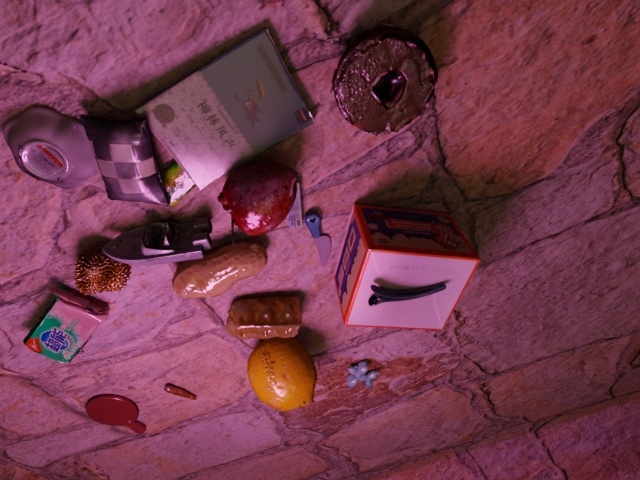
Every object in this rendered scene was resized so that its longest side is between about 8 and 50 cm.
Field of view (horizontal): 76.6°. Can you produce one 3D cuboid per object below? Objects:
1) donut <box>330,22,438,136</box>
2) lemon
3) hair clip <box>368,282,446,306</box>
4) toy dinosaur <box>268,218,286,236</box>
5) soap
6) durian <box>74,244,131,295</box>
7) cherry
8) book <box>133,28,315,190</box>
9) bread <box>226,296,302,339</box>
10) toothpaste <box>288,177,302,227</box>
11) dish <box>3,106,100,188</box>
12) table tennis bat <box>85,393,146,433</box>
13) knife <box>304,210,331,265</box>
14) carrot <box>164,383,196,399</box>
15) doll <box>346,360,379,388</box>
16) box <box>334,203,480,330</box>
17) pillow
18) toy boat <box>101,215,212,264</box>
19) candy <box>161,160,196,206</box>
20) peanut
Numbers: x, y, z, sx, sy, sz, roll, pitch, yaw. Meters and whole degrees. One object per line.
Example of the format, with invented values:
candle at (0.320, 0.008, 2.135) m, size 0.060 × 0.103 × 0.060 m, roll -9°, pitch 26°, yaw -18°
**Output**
donut at (0.158, -0.398, 1.017) m, size 0.270 × 0.103 × 0.269 m, roll -5°, pitch 130°, yaw -5°
lemon at (-0.140, 0.502, 1.541) m, size 0.258 × 0.310 × 0.257 m, roll -35°, pitch 158°, yaw -17°
hair clip at (0.252, 0.150, 1.177) m, size 0.230 × 0.039 × 0.070 m, roll -5°, pitch 128°, yaw -10°
toy dinosaur at (-0.139, -0.051, 1.286) m, size 0.063 × 0.021 × 0.083 m, roll -10°, pitch 128°, yaw -18°
soap at (-0.865, 0.285, 1.380) m, size 0.218 × 0.098 × 0.273 m, roll 37°, pitch 112°, yaw -23°
durian at (-0.667, 0.093, 1.248) m, size 0.158 × 0.137 × 0.167 m, roll 0°, pitch 116°, yaw -34°
cherry at (-0.160, -0.123, 1.120) m, size 0.250 × 0.192 × 0.175 m, roll -34°, pitch 154°, yaw 23°
book at (-0.233, -0.321, 1.040) m, size 0.380 × 0.031 × 0.264 m, roll -29°, pitch 126°, yaw 7°
bread at (-0.204, 0.280, 1.463) m, size 0.268 × 0.130 × 0.151 m, roll -2°, pitch 91°, yaw -8°
toothpaste at (-0.082, -0.113, 1.238) m, size 0.046 × 0.034 × 0.164 m, roll -6°, pitch 128°, yaw -5°
dish at (-0.690, -0.216, 1.033) m, size 0.230 × 0.081 × 0.229 m, roll -4°, pitch 127°, yaw -6°
table tennis bat at (-0.885, 0.770, 1.783) m, size 0.201 × 0.038 × 0.310 m, roll -24°, pitch 127°, yaw 10°
knife at (0.002, -0.001, 1.344) m, size 0.058 × 0.032 × 0.244 m, roll -23°, pitch 132°, yaw -2°
carrot at (-0.599, 0.655, 1.744) m, size 0.036 × 0.035 × 0.165 m, roll -40°, pitch 125°, yaw 20°
doll at (0.180, 0.597, 1.808) m, size 0.160 × 0.059 × 0.158 m, roll 13°, pitch 126°, yaw -17°
box at (0.252, 0.087, 1.306) m, size 0.349 × 0.256 × 0.318 m, roll 4°, pitch 124°, yaw -11°
pillow at (-0.500, -0.206, 1.052) m, size 0.186 × 0.106 × 0.249 m, roll 7°, pitch 128°, yaw 8°
toy boat at (-0.481, 0.004, 1.196) m, size 0.320 × 0.141 × 0.092 m, roll -9°, pitch 140°, yaw -2°
candy at (-0.397, -0.173, 1.143) m, size 0.178 × 0.032 × 0.102 m, roll -36°, pitch 124°, yaw 17°
peanut at (-0.319, 0.098, 1.305) m, size 0.319 × 0.147 × 0.147 m, roll -22°, pitch 127°, yaw 1°
